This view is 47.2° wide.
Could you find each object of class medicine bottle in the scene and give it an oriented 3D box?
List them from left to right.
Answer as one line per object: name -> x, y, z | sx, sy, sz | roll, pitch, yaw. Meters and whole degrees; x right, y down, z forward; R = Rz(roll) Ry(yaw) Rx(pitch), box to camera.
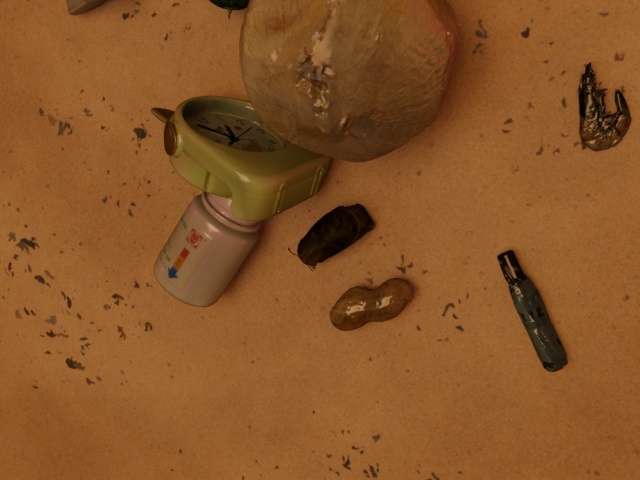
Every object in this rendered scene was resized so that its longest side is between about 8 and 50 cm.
medicine bottle -> -0.230, -0.010, 1.600 | 0.170, 0.170, 0.293 | 40, 112, 13

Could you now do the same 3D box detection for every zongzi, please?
zongzi -> 0.000, 0.000, 1.496 | 0.187, 0.184, 0.084 | -37, 83, 23

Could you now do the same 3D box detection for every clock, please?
clock -> -0.176, -0.188, 1.497 | 0.348, 0.286, 0.117 | 32, 124, 21

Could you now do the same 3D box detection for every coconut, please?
coconut -> 0.045, -0.322, 1.293 | 0.404, 0.404, 0.405 | 4, 99, 22

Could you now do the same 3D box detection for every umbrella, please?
umbrella -> 0.410, 0.136, 1.416 | 0.053, 0.052, 0.251 | -23, 89, 22

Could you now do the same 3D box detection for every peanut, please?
peanut -> 0.105, 0.132, 1.532 | 0.192, 0.089, 0.089 | -18, 91, 20

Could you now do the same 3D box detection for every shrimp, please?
shrimp -> 0.512, -0.245, 1.330 | 0.091, 0.034, 0.161 | -9, 101, 12

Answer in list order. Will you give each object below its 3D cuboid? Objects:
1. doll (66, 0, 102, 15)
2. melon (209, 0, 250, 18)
doll -> -0.536, -0.719, 1.636 | 0.348, 0.161, 0.423 | -35, 76, 40
melon -> -0.175, -0.595, 1.482 | 0.182, 0.182, 0.288 | 11, 100, 21
